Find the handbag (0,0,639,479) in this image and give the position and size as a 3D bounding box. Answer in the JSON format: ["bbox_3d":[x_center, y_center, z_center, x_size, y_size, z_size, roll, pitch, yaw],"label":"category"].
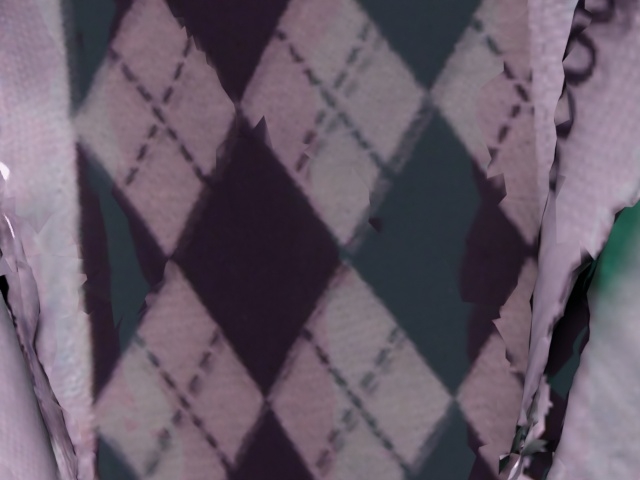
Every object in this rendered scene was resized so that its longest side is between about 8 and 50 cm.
[{"bbox_3d":[0.000,0.000,0.412,0.416,0.180,0.317,-1,82,17],"label":"handbag"}]
